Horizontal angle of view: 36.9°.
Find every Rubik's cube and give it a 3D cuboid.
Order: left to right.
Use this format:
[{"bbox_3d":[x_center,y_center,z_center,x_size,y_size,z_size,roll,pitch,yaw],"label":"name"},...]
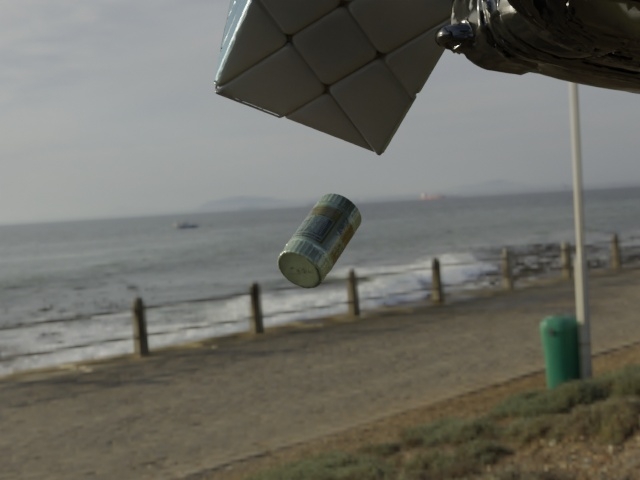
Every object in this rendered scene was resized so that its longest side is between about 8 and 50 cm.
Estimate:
[{"bbox_3d":[0.022,-0.278,1.116,0.221,0.231,0.224,20,36,-13],"label":"Rubik's cube"}]

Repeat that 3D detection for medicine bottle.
[{"bbox_3d":[0.000,0.000,0.862,0.047,0.047,0.083,-2,39,36],"label":"medicine bottle"}]

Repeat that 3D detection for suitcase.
[{"bbox_3d":[0.288,-0.312,0.878,0.340,0.345,0.188,5,-7,-24],"label":"suitcase"}]
